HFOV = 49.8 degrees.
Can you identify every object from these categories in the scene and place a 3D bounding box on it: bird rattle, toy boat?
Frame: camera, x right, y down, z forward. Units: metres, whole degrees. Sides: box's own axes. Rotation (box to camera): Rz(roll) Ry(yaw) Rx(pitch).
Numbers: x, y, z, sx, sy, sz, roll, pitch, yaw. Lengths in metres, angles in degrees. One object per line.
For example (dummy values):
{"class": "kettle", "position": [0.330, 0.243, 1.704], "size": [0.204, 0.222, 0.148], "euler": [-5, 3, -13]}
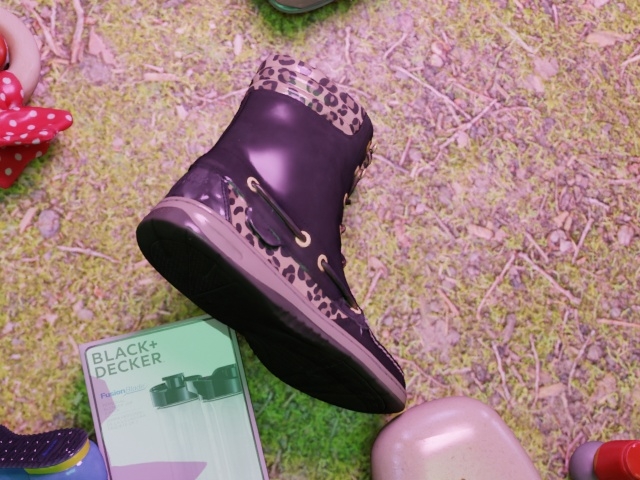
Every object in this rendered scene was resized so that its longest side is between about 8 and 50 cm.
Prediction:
{"class": "bird rattle", "position": [-0.399, -0.192, 0.770], "size": [0.253, 0.143, 0.207], "euler": [14, 61, -10]}
{"class": "toy boat", "position": [0.222, 0.297, 0.780], "size": [0.318, 0.148, 0.268], "euler": [-14, 70, -10]}

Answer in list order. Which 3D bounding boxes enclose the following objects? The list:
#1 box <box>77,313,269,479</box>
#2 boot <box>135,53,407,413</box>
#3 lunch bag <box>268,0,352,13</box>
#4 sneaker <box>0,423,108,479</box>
{"class": "box", "position": [-0.149, 0.234, 0.751], "size": [0.169, 0.087, 0.290], "euler": [-11, 82, -12]}
{"class": "boot", "position": [0.000, 0.000, 0.778], "size": [0.377, 0.138, 0.284], "euler": [43, 51, -28]}
{"class": "lunch bag", "position": [-0.016, -0.442, 0.888], "size": [0.224, 0.108, 0.279], "euler": [-31, 87, -17]}
{"class": "sneaker", "position": [-0.307, 0.238, 0.703], "size": [0.209, 0.069, 0.082], "euler": [-5, 117, 24]}
